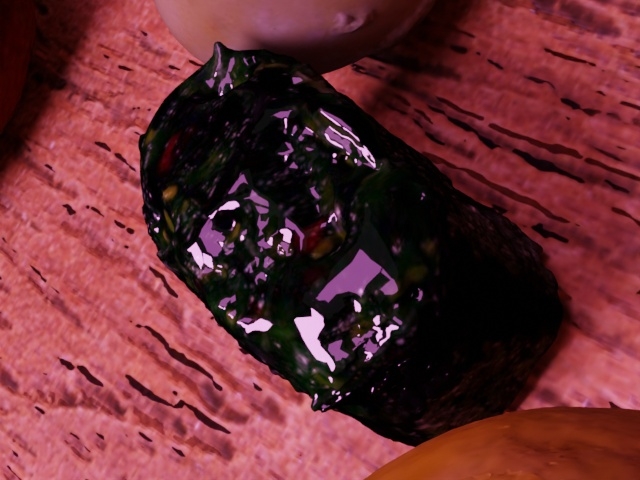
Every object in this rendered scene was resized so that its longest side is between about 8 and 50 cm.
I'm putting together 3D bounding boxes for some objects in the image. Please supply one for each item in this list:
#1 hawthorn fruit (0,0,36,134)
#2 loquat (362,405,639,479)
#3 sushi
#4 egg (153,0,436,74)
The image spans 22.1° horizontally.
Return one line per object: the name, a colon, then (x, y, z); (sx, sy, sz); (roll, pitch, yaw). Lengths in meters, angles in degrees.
hawthorn fruit: (-0.342, -0.125, 1.065); (0.311, 0.295, 0.295); (-11, 59, 40)
loquat: (0.089, 0.179, 0.473); (0.263, 0.263, 0.263); (-23, 52, 33)
sushi: (0.000, 0.000, 0.765); (0.124, 0.127, 0.225); (-52, 44, 7)
egg: (-0.002, -0.173, 0.844); (0.201, 0.164, 0.164); (-52, 42, 9)
